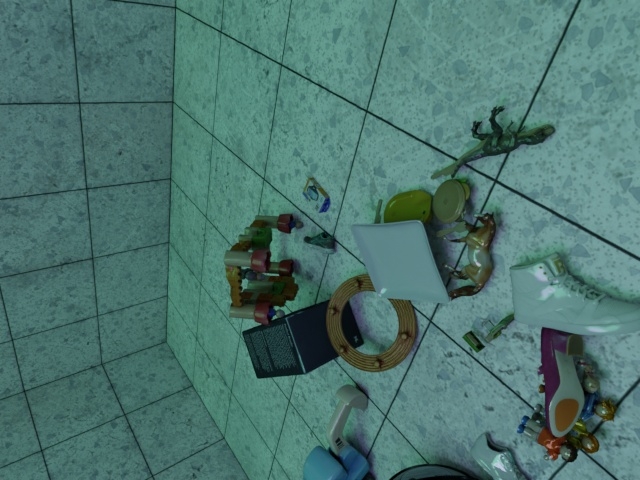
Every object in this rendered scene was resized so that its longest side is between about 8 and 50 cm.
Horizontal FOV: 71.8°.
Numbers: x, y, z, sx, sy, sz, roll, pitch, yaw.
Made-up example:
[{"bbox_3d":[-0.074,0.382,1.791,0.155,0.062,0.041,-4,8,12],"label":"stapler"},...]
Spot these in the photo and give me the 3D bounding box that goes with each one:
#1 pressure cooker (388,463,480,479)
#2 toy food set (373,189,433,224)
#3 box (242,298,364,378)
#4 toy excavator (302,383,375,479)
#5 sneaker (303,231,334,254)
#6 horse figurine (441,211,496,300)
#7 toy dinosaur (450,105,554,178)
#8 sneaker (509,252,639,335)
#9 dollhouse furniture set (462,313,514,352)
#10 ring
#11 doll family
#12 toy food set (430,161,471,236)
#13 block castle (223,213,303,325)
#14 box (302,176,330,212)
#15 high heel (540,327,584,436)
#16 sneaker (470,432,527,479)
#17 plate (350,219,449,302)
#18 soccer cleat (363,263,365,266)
[{"bbox_3d":[0.357,0.893,1.317,0.375,0.369,0.421,5,109,47],"label":"pressure cooker"},{"bbox_3d":[0.267,-0.079,1.362,0.217,0.071,0.128,-6,73,50],"label":"toy food set"},{"bbox_3d":[-0.082,0.390,1.761,0.395,0.293,0.212,-27,81,51],"label":"box"},{"bbox_3d":[0.068,0.851,1.756,0.222,0.433,0.446,24,148,45],"label":"toy excavator"},{"bbox_3d":[0.000,0.000,1.733,0.166,0.064,0.076,21,101,43],"label":"sneaker"},{"bbox_3d":[0.411,0.043,1.214,0.174,0.066,0.264,14,110,55],"label":"horse figurine"},{"bbox_3d":[0.422,-0.253,1.091,0.268,0.064,0.118,-20,76,47],"label":"toy dinosaur"},{"bbox_3d":[0.566,0.113,1.006,0.292,0.108,0.169,-3,102,53],"label":"sneaker"},{"bbox_3d":[0.459,0.239,1.207,0.059,0.076,0.152,51,137,27],"label":"dollhouse furniture set"},{"bbox_3d":[0.163,0.284,1.518,0.336,0.032,0.337,-2,87,31],"label":"ring"},{"bbox_3d":[0.608,0.407,1.066,0.163,0.118,0.263,21,96,54],"label":"doll family"},{"bbox_3d":[0.364,-0.107,1.222,0.132,0.038,0.192,-22,67,61],"label":"toy food set"},{"bbox_3d":[-0.197,0.098,1.717,0.212,0.453,0.303,4,113,7],"label":"block castle"},{"bbox_3d":[-0.015,-0.170,1.710,0.136,0.028,0.081,53,137,29],"label":"box"},{"bbox_3d":[0.546,0.321,1.036,0.117,0.082,0.245,-168,80,-85],"label":"high heel"},{"bbox_3d":[0.531,0.647,1.260,0.212,0.080,0.094,37,117,40],"label":"sneaker"},{"bbox_3d":[0.245,0.059,1.349,0.277,0.045,0.278,-3,117,48],"label":"plate"},{"bbox_3d":[0.171,0.058,1.542,0.029,0.035,0.083,42,132,36],"label":"soccer cleat"}]
